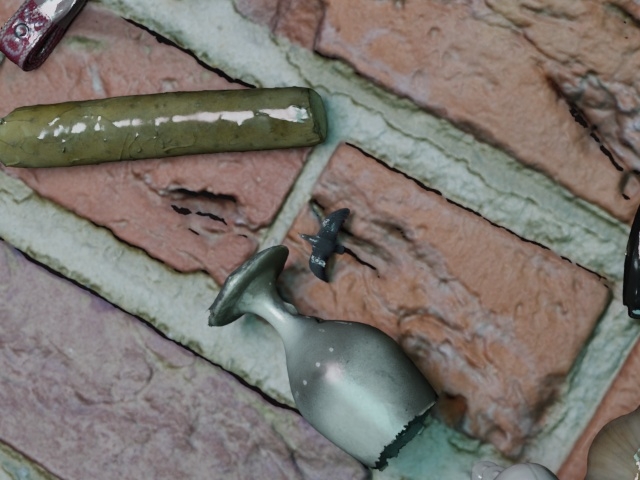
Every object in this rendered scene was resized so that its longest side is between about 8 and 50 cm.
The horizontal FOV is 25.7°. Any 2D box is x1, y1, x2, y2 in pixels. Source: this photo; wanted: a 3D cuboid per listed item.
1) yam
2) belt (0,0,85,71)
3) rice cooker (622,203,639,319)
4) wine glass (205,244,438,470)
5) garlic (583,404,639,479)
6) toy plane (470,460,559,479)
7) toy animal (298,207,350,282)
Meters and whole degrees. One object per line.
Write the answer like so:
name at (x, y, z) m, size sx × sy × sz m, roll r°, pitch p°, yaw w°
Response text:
yam at (-0.178, -0.124, 1.536) m, size 0.371 × 0.083 × 0.083 m, roll -2°, pitch 87°, yaw 13°
belt at (-0.279, -0.292, 1.581) m, size 0.053 × 0.071 × 0.232 m, roll 42°, pitch 102°, yaw 7°
rice cooker at (0.349, 0.007, 1.363) m, size 0.106 × 0.112 × 0.165 m, roll 3°, pitch 89°, yaw 10°
wine glass at (0.005, 0.121, 1.451) m, size 0.241 × 0.126 × 0.126 m, roll 44°, pitch 99°, yaw 15°
garlic at (0.347, 0.261, 1.331) m, size 0.227 × 0.152 × 0.228 m, roll -12°, pitch 66°, yaw 29°
toy plane at (0.184, 0.326, 1.355) m, size 0.118 × 0.252 × 0.252 m, roll -2°, pitch 86°, yaw -17°
toy animal at (0.000, 0.000, 1.505) m, size 0.050 × 0.028 × 0.084 m, roll 17°, pitch 95°, yaw 15°
